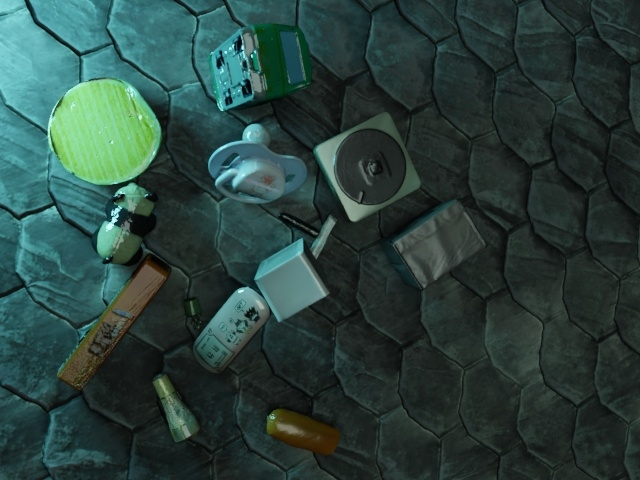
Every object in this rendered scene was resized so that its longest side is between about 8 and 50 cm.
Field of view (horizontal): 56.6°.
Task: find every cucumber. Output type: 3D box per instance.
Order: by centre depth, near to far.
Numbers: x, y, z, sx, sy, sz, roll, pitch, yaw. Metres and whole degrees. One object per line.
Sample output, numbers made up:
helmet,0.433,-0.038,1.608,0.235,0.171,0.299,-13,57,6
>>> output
cucumber,-0.067,-0.049,1.781,0.133,0.032,0.032,27,86,-13

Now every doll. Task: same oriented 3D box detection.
doll,-0.526,-0.041,1.610,0.143,0.135,0.234,24,83,-17

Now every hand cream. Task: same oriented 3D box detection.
hand cream,-0.422,0.472,1.697,0.083,0.084,0.203,-28,92,-12

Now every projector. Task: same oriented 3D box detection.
projector,0.140,-0.221,1.801,0.259,0.079,0.257,-28,99,-12

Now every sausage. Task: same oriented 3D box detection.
sausage,-0.056,0.576,1.787,0.238,0.098,0.098,24,87,-17

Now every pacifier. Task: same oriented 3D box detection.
pacifier,-0.181,-0.226,1.685,0.287,0.238,0.226,17,55,-32

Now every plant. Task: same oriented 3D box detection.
plant,-0.363,0.217,1.707,0.051,0.051,0.102,-16,102,-13

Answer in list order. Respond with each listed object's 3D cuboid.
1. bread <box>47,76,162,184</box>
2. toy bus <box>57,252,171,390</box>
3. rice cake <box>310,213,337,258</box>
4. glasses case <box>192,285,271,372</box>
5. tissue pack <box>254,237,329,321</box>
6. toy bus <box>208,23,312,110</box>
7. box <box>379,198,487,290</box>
bread,-0.583,-0.290,1.611,0.301,0.045,0.302,0,86,-6
toy bus,-0.562,0.221,1.633,0.093,0.092,0.409,37,85,-16
rice cake,0.001,0.000,1.803,0.033,0.029,0.171,29,84,-8
glasses case,-0.250,0.253,1.658,0.122,0.075,0.314,44,118,6
tissue pack,-0.079,0.102,1.663,0.159,0.246,0.136,-30,98,4
toy bus,-0.161,-0.457,1.583,0.199,0.343,0.184,-16,103,-22
box,0.340,0.013,1.830,0.252,0.153,0.188,-36,99,-10
